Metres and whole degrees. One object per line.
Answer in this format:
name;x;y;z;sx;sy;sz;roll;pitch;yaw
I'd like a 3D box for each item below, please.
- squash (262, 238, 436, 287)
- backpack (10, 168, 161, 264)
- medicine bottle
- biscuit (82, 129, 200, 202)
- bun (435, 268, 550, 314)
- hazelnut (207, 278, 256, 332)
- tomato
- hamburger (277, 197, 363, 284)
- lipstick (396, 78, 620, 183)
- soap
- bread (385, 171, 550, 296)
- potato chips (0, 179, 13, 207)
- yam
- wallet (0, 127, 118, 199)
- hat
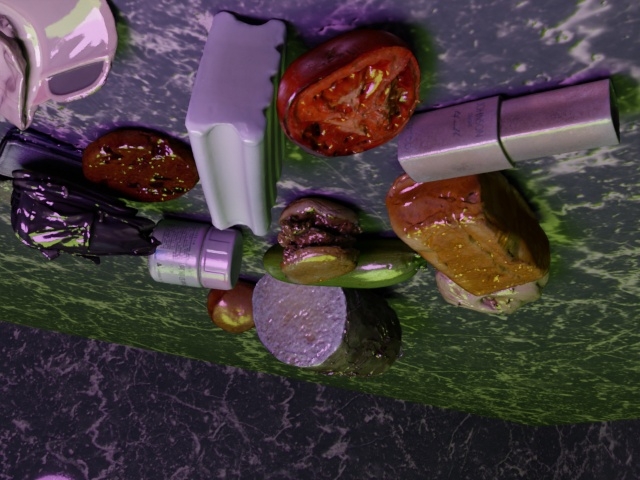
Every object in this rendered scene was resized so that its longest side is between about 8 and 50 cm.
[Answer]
squash;0.053;0.045;1.243;0.378;0.101;0.101;-3;156;23
backpack;-0.396;-0.031;1.063;0.258;0.133;0.206;14;-176;-29
medicine bottle;-0.251;0.028;1.274;0.168;0.135;0.135;6;158;3
biscuit;-0.289;-0.118;1.021;0.192;0.049;0.192;2;155;1
bun;0.326;0.083;1.207;0.209;0.116;0.237;5;157;10
hazelnut;-0.214;0.158;1.605;0.150;0.150;0.150;8;158;3
tomato;0.026;-0.169;0.719;0.166;0.082;0.174;-28;154;-2
hamburger;0.000;0.000;1.123;0.159;0.131;0.185;-9;158;9
lipstick;0.223;-0.133;0.765;0.252;0.079;0.077;-8;151;33
soap;-0.096;-0.130;0.784;0.087;0.160;0.265;10;159;1
bread;0.233;-0.017;0.975;0.166;0.132;0.294;-10;151;37
potato chips;-0.586;-0.083;1.178;0.228;0.059;0.167;11;162;20
yam;0.033;0.192;1.441;0.241;0.241;0.348;-7;159;34
wallet;-0.451;-0.122;1.105;0.222;0.036;0.167;21;155;-30
hat;-0.362;-0.253;0.704;0.226;0.164;0.219;-36;148;3
